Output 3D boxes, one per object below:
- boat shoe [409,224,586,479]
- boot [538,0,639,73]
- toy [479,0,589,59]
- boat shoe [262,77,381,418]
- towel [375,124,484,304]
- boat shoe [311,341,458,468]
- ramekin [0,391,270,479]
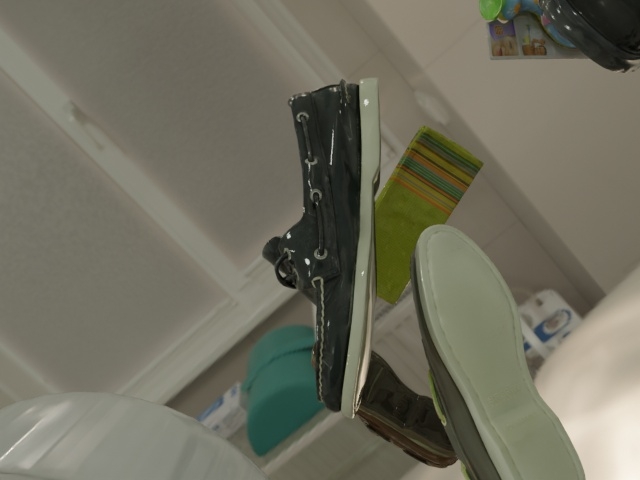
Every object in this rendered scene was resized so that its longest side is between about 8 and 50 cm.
[{"bbox_3d":[0.154,0.134,0.795,0.109,0.305,0.091,-12,-19,-28],"label":"boat shoe"},{"bbox_3d":[0.435,-0.406,0.796,0.367,0.146,0.445,-45,-6,-47],"label":"boot"},{"bbox_3d":[0.314,-0.306,1.029,0.237,0.137,0.056,-7,-1,-24],"label":"toy"},{"bbox_3d":[0.000,-0.002,0.783,0.127,0.113,0.340,66,-154,-76],"label":"boat shoe"},{"bbox_3d":[0.122,-0.032,1.099,0.237,0.102,0.021,-59,9,8],"label":"towel"},{"bbox_3d":[0.103,0.287,1.370,0.110,0.307,0.104,-42,-19,-37],"label":"boat shoe"},{"bbox_3d":[-0.131,0.217,0.420,0.277,0.277,0.135,-38,8,15],"label":"ramekin"}]
